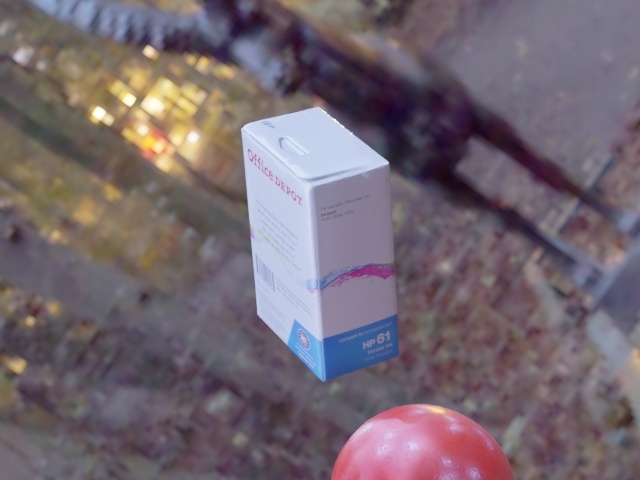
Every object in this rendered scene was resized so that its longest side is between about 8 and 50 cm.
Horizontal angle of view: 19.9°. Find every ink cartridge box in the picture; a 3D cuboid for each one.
[{"bbox_3d":[0.000,0.000,0.999,0.052,0.122,0.088,-17,32,-21],"label":"ink cartridge box"}]

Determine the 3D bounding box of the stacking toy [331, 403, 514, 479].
[{"bbox_3d":[0.002,0.233,0.855,0.141,0.141,0.330,168,126,-83],"label":"stacking toy"}]
